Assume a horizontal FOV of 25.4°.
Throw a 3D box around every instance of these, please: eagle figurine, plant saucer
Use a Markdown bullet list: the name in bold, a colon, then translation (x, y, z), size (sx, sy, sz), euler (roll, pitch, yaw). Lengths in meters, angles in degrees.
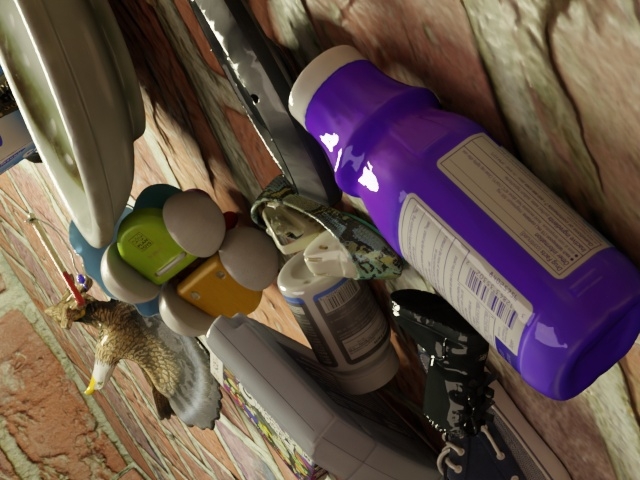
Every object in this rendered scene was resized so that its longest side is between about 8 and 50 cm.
- **eagle figurine**: translation (-0.295, 0.169, 2.287), size (0.298, 0.225, 0.226), euler (29, -144, -19)
- **plant saucer**: translation (-0.270, -0.193, 1.498), size (0.400, 0.100, 0.400), euler (58, 164, 29)

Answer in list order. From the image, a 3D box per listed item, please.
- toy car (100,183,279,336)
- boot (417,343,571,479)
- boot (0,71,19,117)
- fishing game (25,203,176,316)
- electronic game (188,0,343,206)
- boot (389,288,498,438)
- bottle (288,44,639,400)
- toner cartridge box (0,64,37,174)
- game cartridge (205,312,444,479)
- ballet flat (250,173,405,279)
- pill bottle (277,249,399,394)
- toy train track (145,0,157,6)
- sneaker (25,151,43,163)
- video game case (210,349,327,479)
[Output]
- **toy car**: translation (-0.140, 0.005, 1.558), size (0.182, 0.159, 0.136), euler (33, -142, -28)
- **boot**: translation (0.129, 0.170, 1.237), size (0.190, 0.086, 0.069), euler (50, 163, 13)
- **boot**: translation (-0.365, -0.189, 1.768), size (0.077, 0.137, 0.198), euler (57, 162, -12)
- **fishing game**: translation (-0.217, 0.026, 1.656), size (0.041, 0.264, 0.189), euler (-50, 60, 28)
- **electronic game**: translation (-0.044, -0.128, 1.129), size (0.229, 0.048, 0.229), euler (60, 177, 5)
- **boot**: translation (0.100, 0.104, 1.200), size (0.121, 0.045, 0.099), euler (27, 123, 46)
- **bottle**: translation (0.091, -0.022, 0.949), size (0.283, 0.092, 0.118), euler (46, 163, 26)
- **toner cartridge box**: translation (-0.489, -0.263, 1.910), size (0.348, 0.165, 0.075), euler (52, 163, 2)
- **game cartridge**: translation (0.020, 0.177, 1.414), size (0.196, 0.060, 0.294), euler (39, -178, 32)
- **ballet flat**: translation (0.000, 0.000, 1.288), size (0.188, 0.070, 0.070), euler (33, 154, 49)
- **pill bottle**: translation (0.021, 0.076, 1.358), size (0.078, 0.078, 0.137), euler (26, 148, 57)
- **toy train track**: translation (-0.176, -0.255, 1.344), size (0.048, 0.014, 0.083), euler (37, 157, 45)
- **sneaker**: translation (-0.491, -0.215, 2.120), size (0.293, 0.102, 0.146), euler (45, 162, 26)
- **video game case**: translation (-0.069, 0.229, 1.966), size (0.232, 0.042, 0.210), euler (50, 164, 13)
